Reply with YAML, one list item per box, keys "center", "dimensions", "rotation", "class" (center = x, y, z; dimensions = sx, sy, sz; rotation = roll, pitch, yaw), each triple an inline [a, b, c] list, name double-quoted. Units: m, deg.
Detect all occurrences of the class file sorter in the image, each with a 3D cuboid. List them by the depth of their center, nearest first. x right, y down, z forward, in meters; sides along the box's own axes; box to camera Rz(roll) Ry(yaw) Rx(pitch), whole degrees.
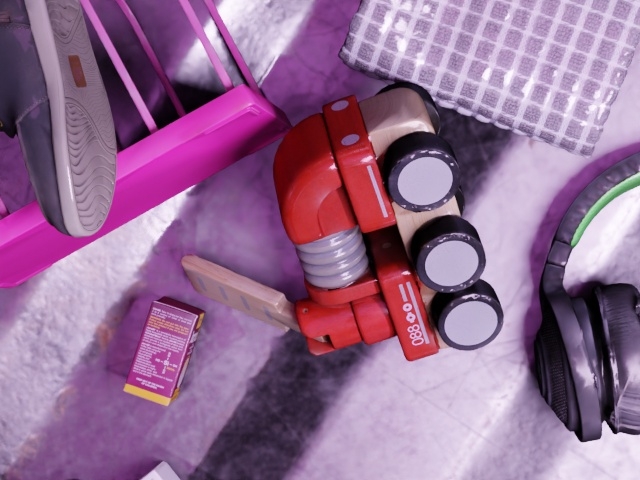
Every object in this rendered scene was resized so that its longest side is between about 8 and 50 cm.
- center: [-0.204, -0.108, 1.399]
  dimensions: [0.291, 0.202, 0.182]
  rotation: [-29, 85, 6]
  class: "file sorter"

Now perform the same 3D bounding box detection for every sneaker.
- center: [-0.229, -0.103, 1.271]
  dimensions: [0.118, 0.083, 0.222]
  rotation: [-13, 86, 20]
  class: "sneaker"

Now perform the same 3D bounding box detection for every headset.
- center: [0.286, 0.109, 1.358]
  dimensions: [0.243, 0.185, 0.394]
  rotation: [12, 81, 6]
  class: "headset"

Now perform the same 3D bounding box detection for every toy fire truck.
- center: [0.000, 0.000, 1.388]
  dimensions: [0.246, 0.158, 0.217]
  rotation: [-18, 123, 3]
  class: "toy fire truck"

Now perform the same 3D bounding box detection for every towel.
- center: [0.167, -0.236, 1.395]
  dimensions: [0.235, 0.121, 0.283]
  rotation: [21, 93, 4]
  class: "towel"

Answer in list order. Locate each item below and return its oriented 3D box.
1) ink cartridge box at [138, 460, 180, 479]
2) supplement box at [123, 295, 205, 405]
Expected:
- center: [-0.159, 0.265, 1.474]
  dimensions: [0.122, 0.052, 0.088]
  rotation: [-39, 87, 7]
  class: "ink cartridge box"
- center: [-0.134, 0.095, 1.466]
  dimensions: [0.043, 0.055, 0.083]
  rotation: [19, 94, 4]
  class: "supplement box"
